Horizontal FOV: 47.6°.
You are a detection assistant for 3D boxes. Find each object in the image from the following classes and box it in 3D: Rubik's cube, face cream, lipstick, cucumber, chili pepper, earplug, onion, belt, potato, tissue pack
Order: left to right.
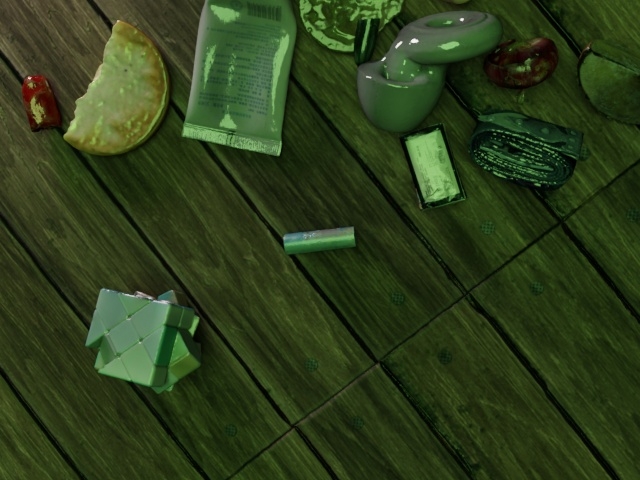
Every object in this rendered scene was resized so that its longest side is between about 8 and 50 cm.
[{"bbox_3d":[-0.650,-0.317,1.677,0.073,0.070,0.123,-12,94,26],"label":"chili pepper"},{"bbox_3d":[-0.368,0.214,1.604,0.265,0.213,0.224,11,81,19],"label":"Rubik's cube"},{"bbox_3d":[-0.168,-0.411,1.581,0.235,0.137,0.420,12,104,7],"label":"face cream"},{"bbox_3d":[0.000,0.000,1.605,0.158,0.048,0.048,-7,93,9],"label":"lipstick"},{"bbox_3d":[0.095,-0.420,1.533,0.048,0.048,0.105,11,100,8],"label":"cucumber"},{"bbox_3d":[0.219,-0.359,1.483,0.325,0.214,0.175,-38,115,12],"label":"earplug"},{"bbox_3d":[0.239,-0.153,1.537,0.103,0.090,0.170,-16,89,9],"label":"tissue pack"},{"bbox_3d":[0.418,-0.341,1.493,0.150,0.150,0.140,-14,122,9],"label":"onion"},{"bbox_3d":[0.420,-0.195,1.495,0.218,0.128,0.122,20,134,9],"label":"belt"},{"bbox_3d":[0.622,-0.321,1.482,0.261,0.100,0.120,24,136,-7],"label":"potato"}]

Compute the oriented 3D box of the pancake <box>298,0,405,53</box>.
[{"bbox_3d":[0.068,-0.520,1.560,0.222,0.042,0.236,21,101,-1],"label":"pancake"}]

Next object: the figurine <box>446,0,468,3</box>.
[{"bbox_3d":[0.301,-0.585,1.494,0.108,0.114,0.196,32,89,15],"label":"figurine"}]

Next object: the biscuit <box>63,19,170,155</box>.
[{"bbox_3d":[-0.445,-0.323,1.657,0.204,0.040,0.309,29,98,6],"label":"biscuit"}]
